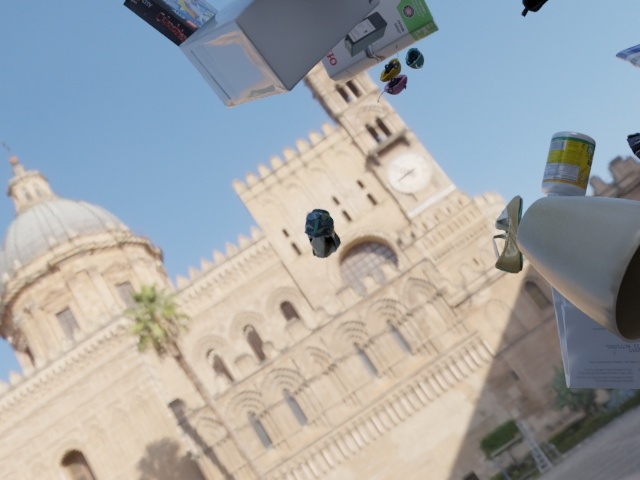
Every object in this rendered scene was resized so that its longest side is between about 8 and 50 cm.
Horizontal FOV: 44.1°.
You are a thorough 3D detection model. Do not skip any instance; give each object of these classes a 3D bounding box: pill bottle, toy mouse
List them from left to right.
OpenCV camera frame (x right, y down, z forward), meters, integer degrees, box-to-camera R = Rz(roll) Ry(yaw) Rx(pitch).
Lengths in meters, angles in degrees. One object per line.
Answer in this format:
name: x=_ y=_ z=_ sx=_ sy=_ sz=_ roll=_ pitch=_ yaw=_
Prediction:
toy mouse: x=0.184 y=-0.362 z=1.709 sx=0.031 sy=0.143 sz=0.161 roll=37 pitch=-107 yaw=-30
pill bottle: x=0.650 y=-0.172 z=2.086 sx=0.117 sy=0.118 sz=0.208 roll=34 pitch=-111 yaw=-67

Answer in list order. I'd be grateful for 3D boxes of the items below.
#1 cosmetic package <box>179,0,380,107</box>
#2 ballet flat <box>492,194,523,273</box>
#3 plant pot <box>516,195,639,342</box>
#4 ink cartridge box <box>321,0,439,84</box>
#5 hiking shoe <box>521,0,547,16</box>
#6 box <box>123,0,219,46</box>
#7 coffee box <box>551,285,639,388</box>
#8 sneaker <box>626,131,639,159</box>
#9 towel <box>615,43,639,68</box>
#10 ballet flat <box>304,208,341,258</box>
cosmetic package: x=-0.069 y=-0.341 z=1.250 sx=0.224 sy=0.138 sz=0.225 roll=-48 pitch=25 yaw=-21
ballet flat: x=0.462 y=-0.023 z=1.948 sx=0.073 sy=0.232 sz=0.080 roll=4 pitch=-38 yaw=9
plant pot: x=0.519 y=0.020 z=1.496 sx=0.257 sy=0.274 sz=0.256 roll=-17 pitch=-60 yaw=-32
ink cartridge box: x=0.106 y=-0.517 z=1.834 sx=0.273 sy=0.198 sz=0.115 roll=-27 pitch=-4 yaw=15
hiking shoe: x=0.551 y=-0.637 z=1.808 sx=0.304 sy=0.113 sz=0.132 roll=109 pitch=178 yaw=-73
box: x=-0.227 y=-0.393 z=1.454 sx=0.044 sy=0.233 sz=0.159 roll=-50 pitch=7 yaw=29
coffee box: x=0.752 y=0.125 z=1.795 sx=0.338 sy=0.338 sz=0.334 roll=-6 pitch=7 yaw=38
sneaker: x=0.930 y=-0.303 z=2.164 sx=0.164 sy=0.086 sz=0.226 roll=-15 pitch=-31 yaw=11
towel: x=0.720 y=-0.357 z=1.514 sx=0.209 sy=0.034 sz=0.285 roll=-18 pitch=23 yaw=4
ballet flat: x=0.000 y=0.000 z=1.520 sx=0.070 sy=0.070 sz=0.188 roll=-33 pitch=-22 yaw=-3
